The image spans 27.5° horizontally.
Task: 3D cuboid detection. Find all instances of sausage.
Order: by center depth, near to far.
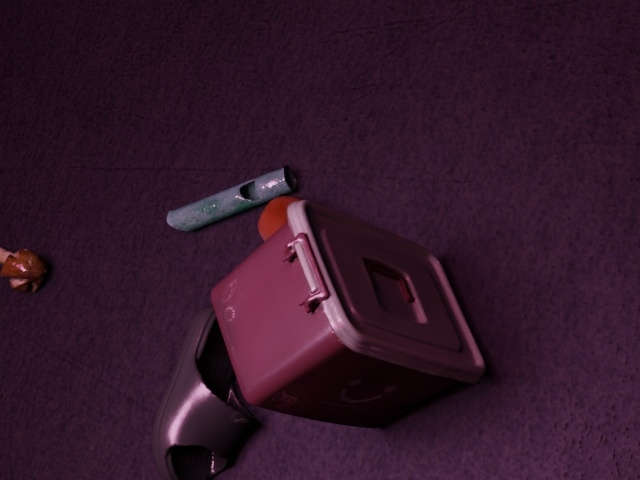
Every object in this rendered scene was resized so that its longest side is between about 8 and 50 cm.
[{"bbox_3d":[0.000,0.000,1.638,0.194,0.077,0.077,27,86,33],"label":"sausage"}]

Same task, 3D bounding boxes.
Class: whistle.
[{"bbox_3d":[-0.120,-0.053,1.748,0.186,0.039,0.039,-20,62,22],"label":"whistle"}]

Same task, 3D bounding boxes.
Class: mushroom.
[{"bbox_3d":[-0.469,0.030,1.907,0.187,0.060,0.061,16,86,39],"label":"mushroom"}]

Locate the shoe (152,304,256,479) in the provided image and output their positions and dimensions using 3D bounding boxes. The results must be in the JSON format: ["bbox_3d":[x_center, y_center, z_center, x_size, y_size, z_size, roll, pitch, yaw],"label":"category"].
[{"bbox_3d":[-0.128,0.196,1.613,0.093,0.108,0.241,0,68,34],"label":"shoe"}]

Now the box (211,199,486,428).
[{"bbox_3d":[0.027,0.095,1.464,0.167,0.294,0.193,-36,56,26],"label":"box"}]
